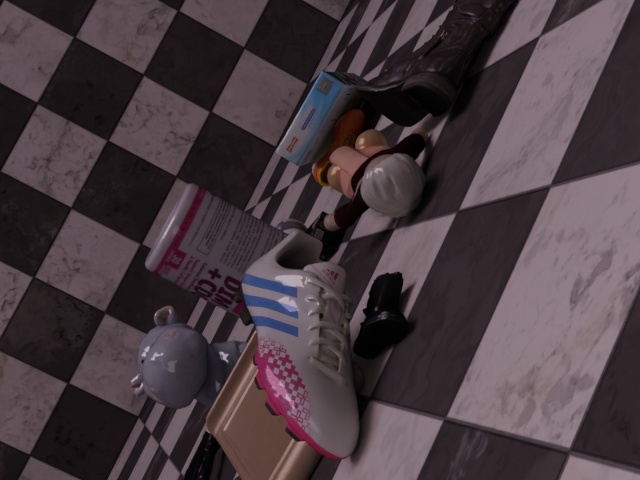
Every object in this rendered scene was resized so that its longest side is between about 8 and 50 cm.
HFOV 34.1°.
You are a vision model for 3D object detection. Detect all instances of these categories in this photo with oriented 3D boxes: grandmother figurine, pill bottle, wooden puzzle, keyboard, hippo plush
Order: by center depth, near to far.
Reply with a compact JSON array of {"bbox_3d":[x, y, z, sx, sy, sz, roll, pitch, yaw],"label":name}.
[{"bbox_3d":[-0.049,0.215,1.376,0.221,0.044,0.238,-61,34,5],"label":"wooden puzzle"},{"bbox_3d":[0.079,-0.095,1.556,0.208,0.104,0.342,-56,10,1],"label":"grandmother figurine"},{"bbox_3d":[-0.153,0.179,1.598,0.234,0.236,0.294,-62,10,1],"label":"hippo plush"},{"bbox_3d":[-0.128,0.039,1.709,0.160,0.283,0.160,-59,11,18],"label":"pill bottle"},{"bbox_3d":[-0.221,0.448,1.816,0.317,0.033,0.201,-83,17,-61],"label":"keyboard"},{"bbox_3d":[-0.055,0.009,2.009,0.078,0.078,0.137,-60,10,9],"label":"pill bottle"}]

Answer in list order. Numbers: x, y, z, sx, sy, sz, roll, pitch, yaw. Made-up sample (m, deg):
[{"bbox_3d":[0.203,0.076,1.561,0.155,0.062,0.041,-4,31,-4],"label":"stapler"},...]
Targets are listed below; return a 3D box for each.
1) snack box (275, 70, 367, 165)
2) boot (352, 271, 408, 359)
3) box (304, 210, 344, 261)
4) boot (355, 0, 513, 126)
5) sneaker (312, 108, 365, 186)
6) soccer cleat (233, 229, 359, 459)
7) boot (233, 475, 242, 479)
[{"bbox_3d":[0.015,-0.258,2.178,0.187,0.060,0.322,-59,-7,13],"label":"snack box"},{"bbox_3d":[0.080,0.081,1.261,0.121,0.045,0.099,-54,13,57],"label":"boot"},{"bbox_3d":[0.000,0.000,1.836,0.083,0.052,0.062,-49,15,55],"label":"box"},{"bbox_3d":[0.184,-0.291,1.575,0.229,0.091,0.263,-57,25,-13],"label":"boot"},{"bbox_3d":[0.046,-0.186,2.122,0.175,0.064,0.067,-62,32,19],"label":"sneaker"},{"bbox_3d":[-0.013,0.109,1.253,0.143,0.116,0.331,-47,38,16],"label":"soccer cleat"},{"bbox_3d":[-0.147,0.412,1.543,0.114,0.037,0.106,-48,18,36],"label":"boot"}]
